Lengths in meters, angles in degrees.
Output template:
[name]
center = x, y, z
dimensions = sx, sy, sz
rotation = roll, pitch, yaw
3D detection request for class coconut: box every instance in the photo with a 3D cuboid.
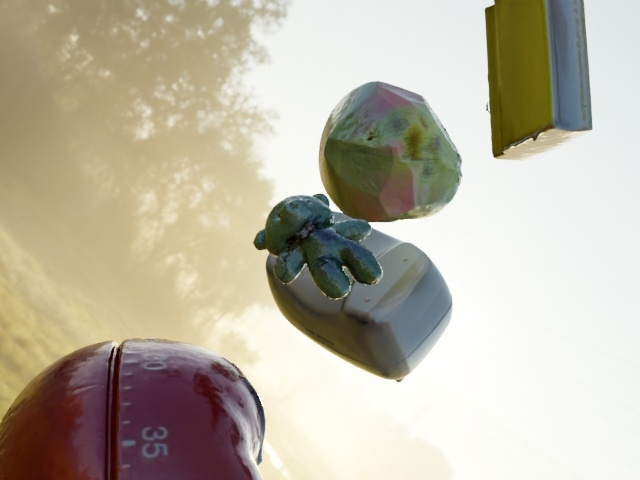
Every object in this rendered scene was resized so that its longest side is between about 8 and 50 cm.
[coconut]
center = 0.097, -0.133, 1.462
dimensions = 0.204, 0.236, 0.236
rotation = 10, -35, 50

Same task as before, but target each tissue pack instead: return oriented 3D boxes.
[tissue pack]
center = 0.076, 0.108, 1.762
dimensions = 0.333, 0.229, 0.236
rotation = 26, -27, 41

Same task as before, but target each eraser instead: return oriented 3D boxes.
[eraser]
center = 0.272, -0.222, 1.217
dimensions = 0.158, 0.069, 0.226
rotation = 153, -63, -67

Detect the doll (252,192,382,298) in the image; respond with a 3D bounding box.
[doll]
center = 0.000, 0.000, 0.955
dimensions = 0.150, 0.115, 0.077
rotation = 41, -24, 40

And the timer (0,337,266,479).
[timer]
center = -0.186, 0.286, 0.946
dimensions = 0.378, 0.279, 0.378
rotation = 180, -90, -81
